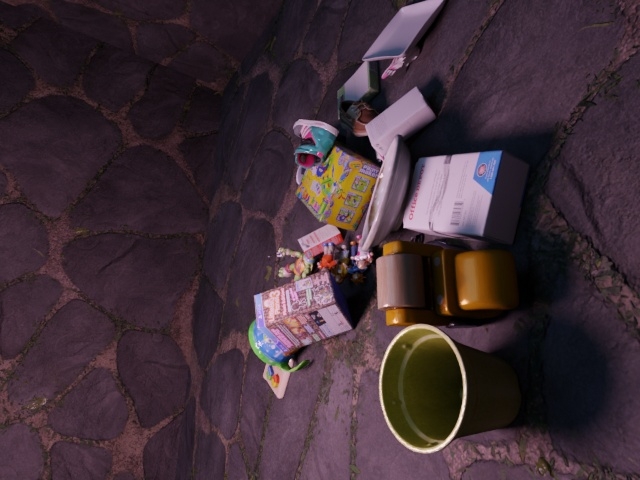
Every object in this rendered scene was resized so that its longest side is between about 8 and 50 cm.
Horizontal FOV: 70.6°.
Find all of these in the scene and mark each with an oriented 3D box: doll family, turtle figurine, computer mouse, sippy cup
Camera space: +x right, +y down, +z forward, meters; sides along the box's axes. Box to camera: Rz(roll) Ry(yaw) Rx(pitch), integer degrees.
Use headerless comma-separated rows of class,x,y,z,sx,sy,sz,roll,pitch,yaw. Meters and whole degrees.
doll family,0.115,0.086,1.711,0.263,0.118,0.163,-15,58,37
turtle figurine,-0.140,0.141,1.968,0.274,0.198,0.266,-49,-4,-32
computer mouse,0.329,0.082,1.375,0.262,0.060,0.184,23,97,60
sippy cup,-0.145,0.376,1.906,0.224,0.305,0.240,-41,9,30

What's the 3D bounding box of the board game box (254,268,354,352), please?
board game box,-0.057,0.263,1.649,0.291,0.232,0.141,-20,50,8

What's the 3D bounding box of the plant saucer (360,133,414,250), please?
plant saucer,0.235,-0.145,1.501,0.400,0.101,0.400,16,-90,-90

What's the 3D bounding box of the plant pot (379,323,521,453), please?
plant pot,0.325,0.353,1.075,0.276,0.254,0.275,-33,50,50

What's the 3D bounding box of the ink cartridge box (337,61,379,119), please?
ink cartridge box,0.161,-0.651,1.974,0.235,0.056,0.171,-36,48,52

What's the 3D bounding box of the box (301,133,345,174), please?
box,0.012,-0.386,2.058,0.207,0.108,0.153,-19,62,55

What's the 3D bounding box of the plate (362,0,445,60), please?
plate,0.316,-0.784,1.710,0.278,0.045,0.277,-53,32,-3

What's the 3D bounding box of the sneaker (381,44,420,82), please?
sneaker,0.309,-0.690,1.743,0.178,0.072,0.077,-39,38,32

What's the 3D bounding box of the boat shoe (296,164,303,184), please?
boat shoe,-0.081,-0.374,2.243,0.076,0.080,0.228,-14,64,63

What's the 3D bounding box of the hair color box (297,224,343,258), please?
hair color box,0.000,0.000,1.875,0.167,0.053,0.093,-26,38,-4

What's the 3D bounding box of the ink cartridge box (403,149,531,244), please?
ink cartridge box,0.399,-0.120,1.274,0.307,0.129,0.223,11,88,60

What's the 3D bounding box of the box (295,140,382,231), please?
box,0.069,-0.236,1.829,0.279,0.177,0.290,-65,32,18

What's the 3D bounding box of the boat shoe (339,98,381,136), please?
boat shoe,0.156,-0.499,1.814,0.324,0.123,0.116,37,153,57

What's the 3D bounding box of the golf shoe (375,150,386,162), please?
golf shoe,0.230,-0.341,1.713,0.086,0.068,0.186,-59,34,28

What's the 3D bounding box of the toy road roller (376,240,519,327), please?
toy road roller,0.322,0.103,1.107,0.241,0.330,0.202,149,124,-60

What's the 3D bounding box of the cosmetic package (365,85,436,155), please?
cosmetic package,0.278,-0.417,1.589,0.231,0.085,0.117,-32,48,25

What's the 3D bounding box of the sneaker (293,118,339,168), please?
sneaker,-0.051,-0.380,1.811,0.296,0.124,0.178,26,89,58

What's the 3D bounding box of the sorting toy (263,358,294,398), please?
sorting toy,-0.202,0.589,2.072,0.208,0.038,0.192,23,97,59
